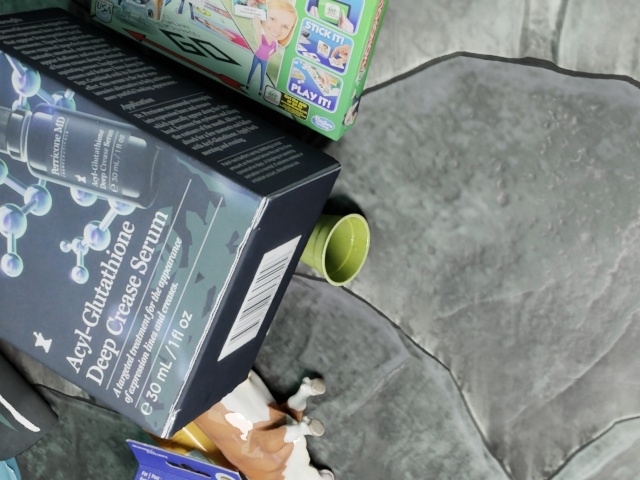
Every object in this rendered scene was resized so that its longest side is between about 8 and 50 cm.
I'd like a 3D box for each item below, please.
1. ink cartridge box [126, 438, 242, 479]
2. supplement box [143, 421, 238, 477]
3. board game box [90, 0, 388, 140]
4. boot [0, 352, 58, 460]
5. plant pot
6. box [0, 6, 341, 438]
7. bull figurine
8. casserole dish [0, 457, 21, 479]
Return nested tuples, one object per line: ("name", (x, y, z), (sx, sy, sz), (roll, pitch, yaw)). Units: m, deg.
("ink cartridge box", (-0.151, 0.413, 1.861), (0.176, 0.069, 0.370), (12, 142, 25))
("supplement box", (-0.194, 0.221, 1.804), (0.233, 0.078, 0.080), (51, 136, -8))
("board game box", (-0.088, -0.262, 1.408), (0.317, 0.046, 0.213), (27, 133, 13))
("boot", (-0.523, 0.112, 1.882), (0.367, 0.146, 0.445), (-18, 108, 48))
("plant pot", (0.000, 0.000, 1.528), (0.079, 0.083, 0.083), (20, 131, 37))
("box", (-0.230, -0.032, 1.460), (0.396, 0.212, 0.293), (29, 112, 14))
("bull figurine", (-0.088, 0.215, 1.718), (0.310, 0.101, 0.188), (42, 130, -4))
("casserole dish", (-0.544, 0.348, 2.144), (0.188, 0.037, 0.114), (9, 126, 28))
